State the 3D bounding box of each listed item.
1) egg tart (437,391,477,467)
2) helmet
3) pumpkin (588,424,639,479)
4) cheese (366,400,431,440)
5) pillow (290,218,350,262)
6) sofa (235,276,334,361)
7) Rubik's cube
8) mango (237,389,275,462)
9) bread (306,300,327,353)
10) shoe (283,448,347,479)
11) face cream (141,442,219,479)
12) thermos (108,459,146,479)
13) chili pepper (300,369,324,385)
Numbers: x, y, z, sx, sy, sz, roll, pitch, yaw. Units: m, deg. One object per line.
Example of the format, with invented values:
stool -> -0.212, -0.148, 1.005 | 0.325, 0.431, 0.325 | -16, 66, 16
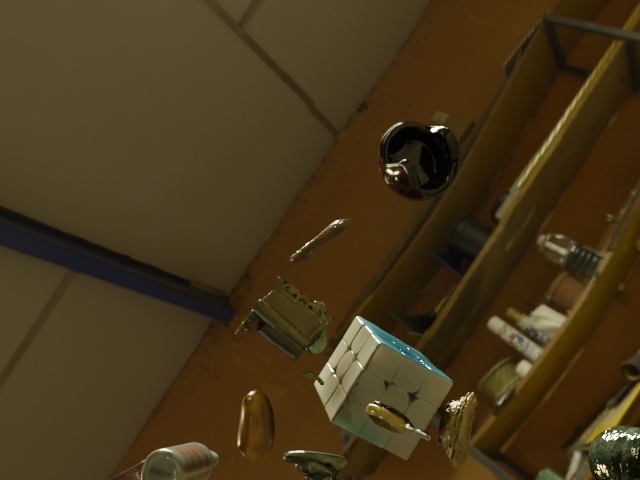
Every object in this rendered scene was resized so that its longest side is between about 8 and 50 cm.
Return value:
egg tart -> 0.430, 0.585, 1.873 | 0.241, 0.106, 0.241 | 11, -90, -69
helmet -> 0.248, -0.202, 1.542 | 0.189, 0.216, 0.193 | -39, -9, -15
pumpkin -> 0.629, 0.440, 1.152 | 0.211, 0.212, 0.152 | 38, -109, -51
cheese -> 0.188, 0.436, 1.418 | 0.036, 0.162, 0.086 | -53, -44, -29
pillow -> 0.000, 0.000, 1.785 | 0.211, 0.034, 0.135 | -38, -5, 15
sofa -> -0.103, 0.247, 1.659 | 0.182, 0.200, 0.258 | -52, -4, -20
Rubik's cube -> 0.191, 0.463, 1.914 | 0.290, 0.292, 0.291 | 32, -89, -14
mango -> -0.157, 0.450, 1.458 | 0.115, 0.090, 0.178 | -11, -79, -81
bread -> -0.017, 0.264, 1.982 | 0.064, 0.232, 0.172 | -13, -62, 9
shoe -> -0.018, 0.774, 2.034 | 0.227, 0.099, 0.112 | 11, -106, -16
face cream -> -0.302, 0.517, 1.374 | 0.101, 0.101, 0.252 | -55, -20, -1
thermos -> -0.400, 0.661, 1.405 | 0.176, 0.265, 0.146 | -33, -11, 28
chili pepper -> -0.024, 0.351, 1.537 | 0.017, 0.083, 0.030 | -37, -48, -35
